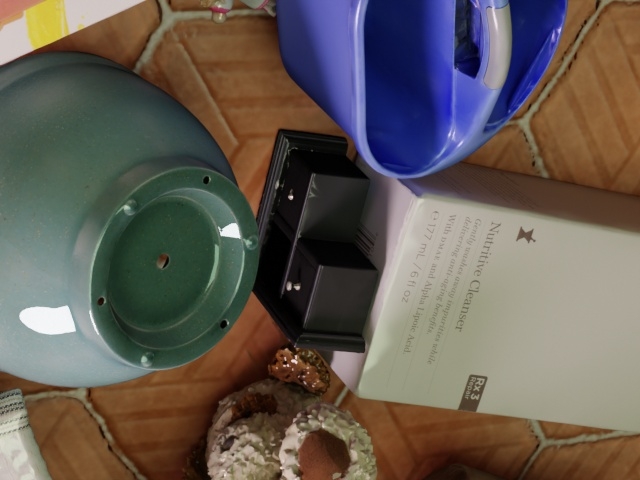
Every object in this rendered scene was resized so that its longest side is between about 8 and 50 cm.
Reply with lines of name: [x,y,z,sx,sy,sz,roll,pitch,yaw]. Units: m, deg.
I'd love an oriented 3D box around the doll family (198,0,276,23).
doll family: [-0.049,-0.319,1.526,0.163,0.118,0.263,13,114,-45]

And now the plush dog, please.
plush dog: [-0.030,0.227,1.714,0.211,0.225,0.262,20,120,-43]

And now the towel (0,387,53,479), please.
towel: [-0.365,0.319,1.612,0.312,0.056,0.324,-18,115,-5]

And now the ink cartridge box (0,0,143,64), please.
ink cartridge box: [-0.235,-0.301,1.344,0.385,0.160,0.279,-22,126,11]

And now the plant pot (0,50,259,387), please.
plant pot: [-0.176,0.000,1.512,0.293,0.196,0.293,-15,114,-38]

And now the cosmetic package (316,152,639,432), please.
cosmetic package: [0.202,0.053,1.766,0.385,0.156,0.217,8,108,-24]

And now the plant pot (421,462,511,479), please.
plant pot: [0.201,0.385,1.857,0.280,0.323,0.323,37,97,-16]

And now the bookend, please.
bookend: [0.000,0.000,1.659,0.072,0.157,0.156,6,112,-25]

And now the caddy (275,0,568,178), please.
caddy: [0.101,-0.207,1.526,0.241,0.179,0.341,-31,145,-22]
